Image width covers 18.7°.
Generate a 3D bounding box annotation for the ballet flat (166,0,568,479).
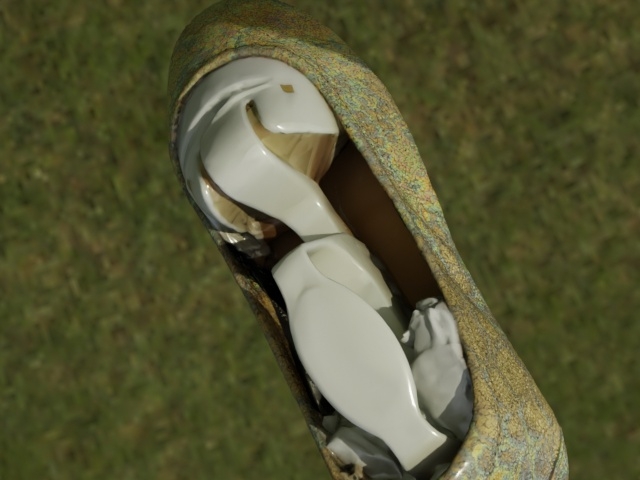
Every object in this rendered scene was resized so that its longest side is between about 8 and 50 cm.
[{"bbox_3d":[0.000,0.000,0.939,0.123,0.348,0.123,-24,153,-13],"label":"ballet flat"}]
